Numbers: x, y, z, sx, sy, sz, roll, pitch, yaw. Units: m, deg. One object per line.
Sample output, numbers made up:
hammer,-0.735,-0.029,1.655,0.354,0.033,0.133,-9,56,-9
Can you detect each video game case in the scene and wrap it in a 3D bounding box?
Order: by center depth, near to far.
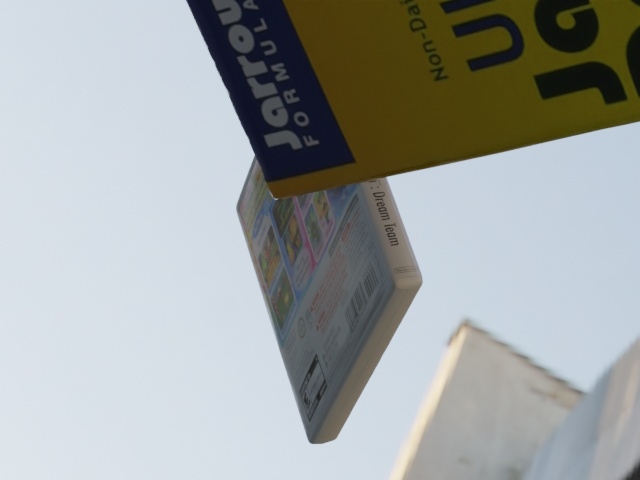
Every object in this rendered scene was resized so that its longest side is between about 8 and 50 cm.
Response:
video game case,0.000,0.000,0.907,0.019,0.143,0.157,-7,-30,-20

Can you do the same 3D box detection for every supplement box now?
supplement box,0.127,-0.167,0.694,0.356,0.195,0.194,-12,-70,37
